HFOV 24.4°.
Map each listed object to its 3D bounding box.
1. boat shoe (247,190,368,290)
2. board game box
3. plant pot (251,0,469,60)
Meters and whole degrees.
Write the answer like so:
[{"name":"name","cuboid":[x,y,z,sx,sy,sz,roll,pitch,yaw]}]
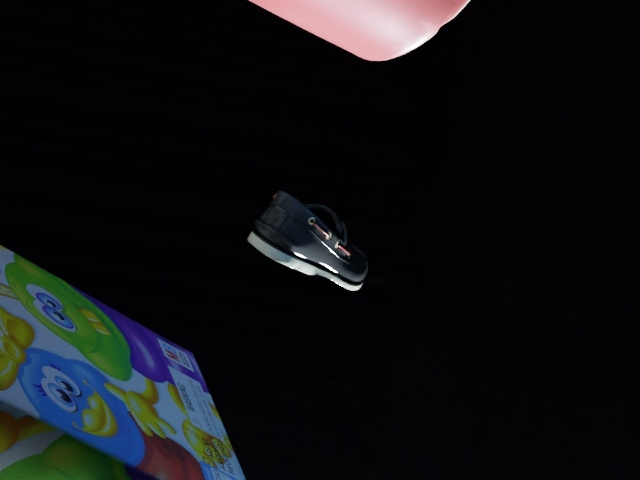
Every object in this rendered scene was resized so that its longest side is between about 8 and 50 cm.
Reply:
[{"name":"boat shoe","cuboid":[0.001,0.001,0.943,0.049,0.133,0.042,33,-86,28]},{"name":"board game box","cuboid":[-0.182,0.078,0.634,0.142,0.275,0.144,-48,-145,12]},{"name":"plant pot","cuboid":[0.011,-0.299,1.260,0.275,0.243,0.275,-36,-145,31]}]
